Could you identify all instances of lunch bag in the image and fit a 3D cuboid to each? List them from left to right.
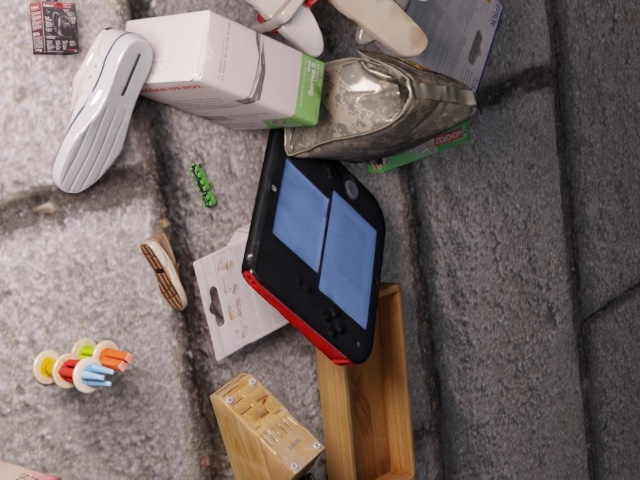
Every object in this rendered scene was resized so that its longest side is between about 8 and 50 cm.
[{"bbox_3d":[0.106,-0.240,1.969,0.235,0.287,0.168,0,81,-54],"label":"lunch bag"}]

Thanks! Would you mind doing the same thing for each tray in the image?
[{"bbox_3d":[0.088,0.303,2.196,0.203,0.076,0.410,-15,104,-48],"label":"tray"}]

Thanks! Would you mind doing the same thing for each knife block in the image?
[{"bbox_3d":[-0.105,0.403,1.986,0.276,0.242,0.088,43,44,13],"label":"knife block"}]

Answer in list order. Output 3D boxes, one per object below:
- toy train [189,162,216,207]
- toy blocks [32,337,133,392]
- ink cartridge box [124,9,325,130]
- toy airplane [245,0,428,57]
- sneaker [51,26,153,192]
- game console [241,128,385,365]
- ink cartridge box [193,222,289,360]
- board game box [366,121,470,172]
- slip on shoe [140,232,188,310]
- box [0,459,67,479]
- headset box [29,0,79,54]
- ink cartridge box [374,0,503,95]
[{"bbox_3d":[-0.198,-0.095,1.887,0.023,0.017,0.083,-48,126,-48],"label":"toy train"},{"bbox_3d":[-0.331,0.185,1.646,0.123,0.148,0.054,-16,104,-47],"label":"toy blocks"},{"bbox_3d":[-0.157,-0.265,1.786,0.273,0.198,0.114,16,80,-49],"label":"ink cartridge box"},{"bbox_3d":[0.008,-0.505,1.957,0.385,0.272,0.386,-6,108,-11],"label":"toy airplane"},{"bbox_3d":[-0.336,-0.196,1.672,0.094,0.091,0.258,25,94,-52],"label":"sneaker"},{"bbox_3d":[0.000,0.000,1.998,0.342,0.060,0.386,47,38,-39],"label":"game console"},{"bbox_3d":[-0.129,0.078,1.955,0.232,0.066,0.189,-25,111,-37],"label":"ink cartridge box"},{"bbox_3d":[0.195,-0.277,2.309,0.317,0.046,0.213,-22,109,-46],"label":"board game box"},{"bbox_3d":[-0.245,0.050,1.817,0.041,0.051,0.135,-41,114,-37],"label":"slip on shoe"},{"bbox_3d":[-0.412,0.398,1.499,0.148,0.232,0.126,-42,123,-40],"label":"box"},{"bbox_3d":[-0.391,-0.315,1.640,0.062,0.032,0.083,-11,99,-49],"label":"headset box"},{"bbox_3d":[0.228,-0.465,2.278,0.330,0.071,0.324,44,53,-34],"label":"ink cartridge box"}]
